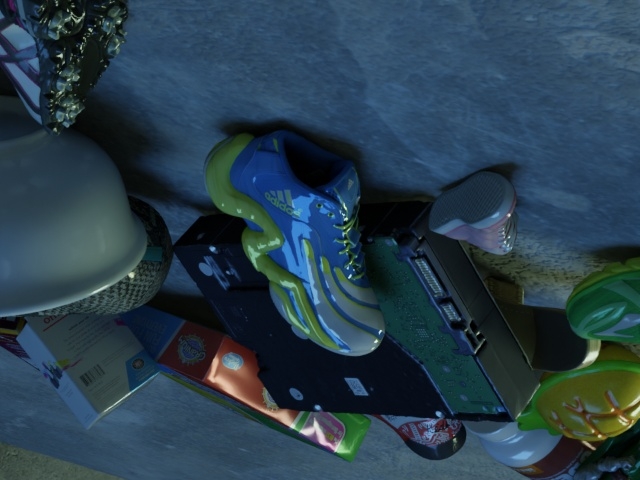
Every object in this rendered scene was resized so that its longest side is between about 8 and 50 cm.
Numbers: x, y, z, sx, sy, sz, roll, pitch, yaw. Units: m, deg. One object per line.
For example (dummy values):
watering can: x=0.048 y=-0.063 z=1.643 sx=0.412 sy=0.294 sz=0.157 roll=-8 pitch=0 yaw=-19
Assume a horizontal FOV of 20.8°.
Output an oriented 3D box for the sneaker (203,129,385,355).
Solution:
sneaker: x=0.000 y=0.000 z=1.541 sx=0.240 sy=0.091 sz=0.126 roll=50 pitch=140 yaw=-15

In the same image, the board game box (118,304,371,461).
board game box: x=-0.118 y=0.177 z=2.262 sx=0.242 sy=0.064 sz=0.316 roll=17 pitch=167 yaw=44

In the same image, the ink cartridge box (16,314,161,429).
ink cartridge box: x=-0.294 y=0.125 z=2.124 sx=0.181 sy=0.104 sz=0.061 roll=52 pitch=147 yaw=5

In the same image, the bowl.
bowl: x=-0.309 y=-0.050 z=1.593 sx=0.298 sy=0.134 sz=0.298 roll=-1 pitch=-157 yaw=0

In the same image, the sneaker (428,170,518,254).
sneaker: x=0.152 y=-0.022 z=1.502 sx=0.070 sy=0.051 sz=0.134 roll=20 pitch=166 yaw=-18

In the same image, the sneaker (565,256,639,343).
sneaker: x=0.350 y=0.088 z=1.537 sx=0.295 sy=0.123 sz=0.109 roll=7 pitch=161 yaw=29

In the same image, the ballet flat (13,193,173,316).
ballet flat: x=-0.395 y=0.009 z=1.789 sx=0.483 sy=0.164 sz=0.182 roll=-1 pitch=177 yaw=19

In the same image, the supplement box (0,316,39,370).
supplement box: x=-0.362 y=0.097 z=2.243 sx=0.081 sy=0.104 sz=0.188 roll=7 pitch=161 yaw=25

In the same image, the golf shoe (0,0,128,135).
golf shoe: x=-0.219 y=-0.177 z=1.310 sx=0.120 sy=0.105 sz=0.273 roll=30 pitch=159 yaw=10

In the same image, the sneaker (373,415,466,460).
sneaker: x=0.060 y=0.145 z=2.067 sx=0.270 sy=0.090 sz=0.145 roll=28 pitch=144 yaw=41

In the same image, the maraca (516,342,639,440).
maraca: x=0.282 y=0.170 z=1.867 sx=0.127 sy=0.099 sz=0.186 roll=14 pitch=147 yaw=-23

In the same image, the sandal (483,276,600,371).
sandal: x=0.189 y=0.083 z=1.742 sx=0.240 sy=0.088 sz=0.079 roll=13 pitch=-169 yaw=42

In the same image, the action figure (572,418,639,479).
action figure: x=0.365 y=0.251 z=1.962 sx=0.137 sy=0.063 sz=0.232 roll=36 pitch=123 yaw=-25

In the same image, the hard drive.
hard drive: x=0.030 y=0.071 z=1.729 sx=0.339 sy=0.064 sz=0.237 roll=-3 pitch=128 yaw=48

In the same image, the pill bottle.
pill bottle: x=0.259 y=0.219 z=2.031 sx=0.121 sy=0.121 sz=0.216 roll=-1 pitch=156 yaw=44
